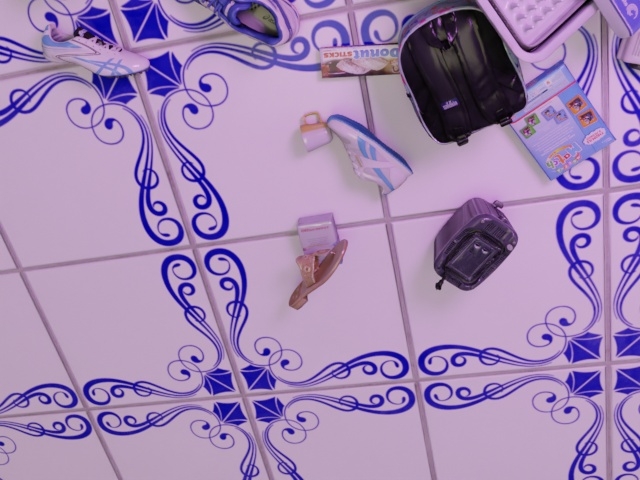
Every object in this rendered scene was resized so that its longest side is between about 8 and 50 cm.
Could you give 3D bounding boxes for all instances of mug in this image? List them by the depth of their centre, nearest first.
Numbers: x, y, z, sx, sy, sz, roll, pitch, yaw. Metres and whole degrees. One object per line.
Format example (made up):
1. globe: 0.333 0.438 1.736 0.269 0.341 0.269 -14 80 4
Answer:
1. mug: -0.009 -0.243 1.485 0.064 0.062 0.078 -15 122 6

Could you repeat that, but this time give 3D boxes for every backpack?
1. backpack: 0.272 -0.350 1.312 0.225 0.191 0.253 -22 123 22

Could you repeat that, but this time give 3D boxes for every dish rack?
1. dish rack: 0.361 -0.512 1.160 0.285 0.072 0.333 -44 109 -3

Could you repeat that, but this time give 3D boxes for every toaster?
1. toaster: 0.345 0.009 1.527 0.129 0.146 0.227 32 117 -9

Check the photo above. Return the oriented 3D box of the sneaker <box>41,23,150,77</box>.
1. sneaker: -0.488 -0.411 1.437 0.237 0.085 0.086 12 124 -1

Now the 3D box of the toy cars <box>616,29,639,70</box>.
1. toy cars: 0.626 -0.448 1.277 0.176 0.087 0.394 -38 108 24

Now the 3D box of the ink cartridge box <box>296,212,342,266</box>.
1. ink cartridge box: 0.000 0.000 1.618 0.089 0.052 0.122 -9 119 12

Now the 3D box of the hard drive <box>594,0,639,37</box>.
1. hard drive: 0.584 -0.545 1.161 0.318 0.040 0.210 -46 110 -7

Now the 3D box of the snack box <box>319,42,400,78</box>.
1. snack box: 0.089 -0.384 1.415 0.178 0.022 0.064 -1 117 8

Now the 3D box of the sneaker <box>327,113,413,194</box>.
1. sneaker: 0.098 -0.192 1.478 0.229 0.087 0.092 38 110 -16

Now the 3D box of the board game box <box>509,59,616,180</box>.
1. board game box: 0.507 -0.254 1.425 0.160 0.039 0.211 -35 109 23

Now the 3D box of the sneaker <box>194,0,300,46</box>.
1. sneaker: -0.179 -0.491 1.330 0.297 0.131 0.111 25 120 -5

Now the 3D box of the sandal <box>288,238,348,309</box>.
1. sandal: -0.032 0.073 1.583 0.079 0.088 0.240 27 125 -16
